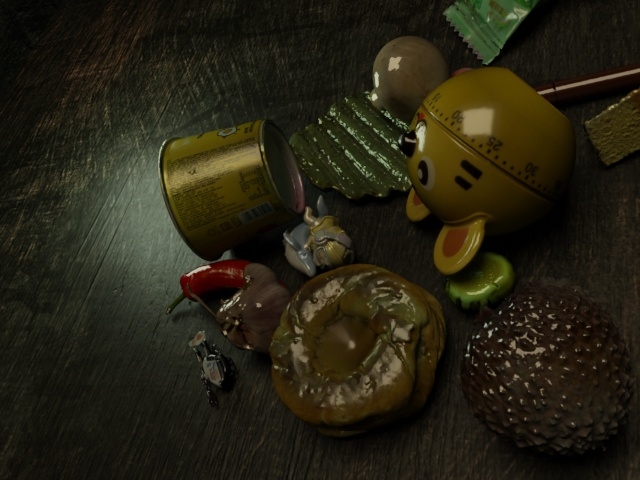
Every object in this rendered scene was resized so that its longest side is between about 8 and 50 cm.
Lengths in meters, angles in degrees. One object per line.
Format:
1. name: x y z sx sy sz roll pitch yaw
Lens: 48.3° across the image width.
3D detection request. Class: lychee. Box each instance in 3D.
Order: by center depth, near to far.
1. lychee: 0.372 0.203 1.171 0.300 0.300 0.300 -15 49 18

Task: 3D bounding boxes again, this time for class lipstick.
1. lipstick: 0.592 -0.348 1.637 0.356 0.057 0.057 -9 51 21

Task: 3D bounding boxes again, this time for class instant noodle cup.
1. instant noodle cup: -0.199 -0.137 1.720 0.254 0.326 0.326 -18 48 16

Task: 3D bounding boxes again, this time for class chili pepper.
1. chili pepper: -0.220 0.109 1.704 0.368 0.092 0.137 -4 66 30

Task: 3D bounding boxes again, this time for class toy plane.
1. toy plane: -0.244 0.277 1.609 0.078 0.053 0.197 -39 50 8

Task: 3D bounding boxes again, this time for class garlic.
1. garlic: -0.186 0.156 1.549 0.207 0.256 0.207 -169 90 -68

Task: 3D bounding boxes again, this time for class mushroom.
1. mushroom: 0.220 -0.384 1.734 0.206 0.209 0.206 0 86 1

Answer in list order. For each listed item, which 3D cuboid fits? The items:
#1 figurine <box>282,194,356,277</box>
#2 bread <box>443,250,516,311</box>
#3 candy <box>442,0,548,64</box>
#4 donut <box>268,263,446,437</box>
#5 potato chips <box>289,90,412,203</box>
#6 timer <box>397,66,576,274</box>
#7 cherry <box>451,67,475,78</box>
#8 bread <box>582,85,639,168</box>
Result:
1. figurine: 0.000 0.000 1.644 0.183 0.128 0.209 -2 50 25
2. bread: 0.320 0.084 1.433 0.139 0.071 0.130 -47 50 -13
3. candy: 0.521 -0.663 1.861 0.398 0.172 0.263 -39 40 14
4. donut: 0.075 0.209 1.408 0.360 0.170 0.360 -14 55 21
5. potato chips: 0.120 -0.247 1.809 0.358 0.070 0.429 -36 47 -6
6. timer: 0.314 -0.146 1.456 0.387 0.376 0.376 -53 42 20
7. cherry: 0.360 -0.380 1.755 0.087 0.106 0.126 -39 45 2
8. bread: 0.622 -0.249 1.484 0.147 0.152 0.127 -30 44 17
